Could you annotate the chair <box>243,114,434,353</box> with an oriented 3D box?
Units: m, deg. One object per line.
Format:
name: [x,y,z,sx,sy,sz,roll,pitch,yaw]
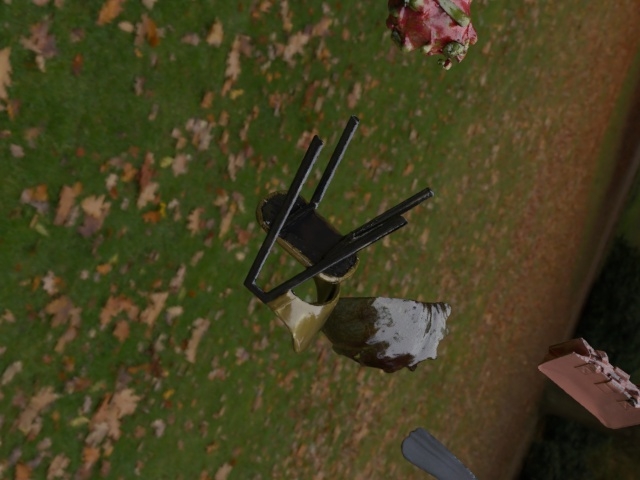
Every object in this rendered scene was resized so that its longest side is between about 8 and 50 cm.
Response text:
chair: [0.000,0.000,1.030,0.247,0.172,0.159,-45,179,24]

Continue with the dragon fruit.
dragon fruit: [0.209,-0.410,1.553,0.160,0.172,0.166,-59,165,26]

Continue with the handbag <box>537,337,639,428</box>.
handbag: [0.557,0.286,1.690,0.059,0.212,0.157,-51,-179,-24]

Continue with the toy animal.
toy animal: [0.271,0.396,1.136,0.081,0.367,0.206,-43,178,-22]

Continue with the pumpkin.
pumpkin: [0.108,0.166,1.471,0.149,0.254,0.130,74,17,-81]
